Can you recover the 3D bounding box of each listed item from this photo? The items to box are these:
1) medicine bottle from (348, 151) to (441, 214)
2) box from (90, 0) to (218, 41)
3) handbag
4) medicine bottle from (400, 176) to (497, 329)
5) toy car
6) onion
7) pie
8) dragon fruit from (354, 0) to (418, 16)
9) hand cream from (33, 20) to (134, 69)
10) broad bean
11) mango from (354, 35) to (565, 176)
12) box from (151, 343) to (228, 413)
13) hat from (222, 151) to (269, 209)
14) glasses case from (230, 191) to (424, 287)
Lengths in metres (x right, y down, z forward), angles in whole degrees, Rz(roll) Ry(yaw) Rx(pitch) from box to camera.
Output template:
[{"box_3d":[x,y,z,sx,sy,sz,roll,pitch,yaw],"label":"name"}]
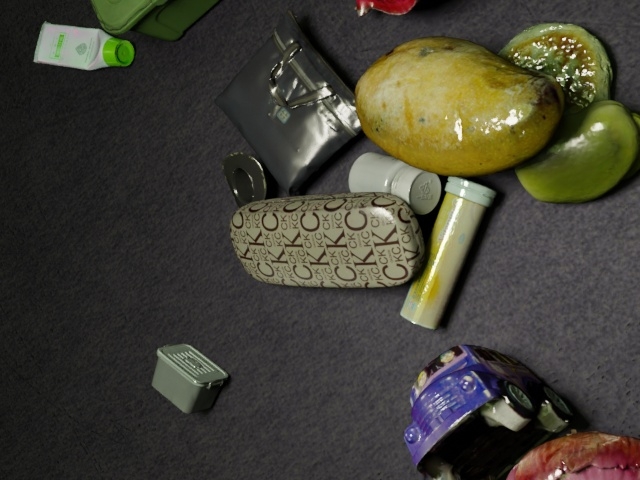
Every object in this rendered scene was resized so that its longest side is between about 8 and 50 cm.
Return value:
[{"box_3d":[0.110,-0.082,1.251,0.130,0.080,0.080,21,96,49],"label":"medicine bottle"},{"box_3d":[-0.252,-0.518,1.478,0.328,0.177,0.253,-34,67,25],"label":"box"},{"box_3d":[-0.046,-0.217,1.373,0.211,0.088,0.254,-48,65,24],"label":"handbag"},{"box_3d":[0.181,0.017,1.226,0.074,0.074,0.218,25,99,30],"label":"medicine bottle"},{"box_3d":[0.199,0.224,1.107,0.172,0.235,0.158,-48,52,17],"label":"toy car"},{"box_3d":[0.333,0.322,1.064,0.229,0.163,0.230,-1,114,-1],"label":"onion"},{"box_3d":[0.315,-0.216,1.188,0.186,0.041,0.187,-3,84,29],"label":"pie"},{"box_3d":[0.081,-0.520,1.195,0.249,0.371,0.386,-44,53,-6],"label":"dragon fruit"},{"box_3d":[-0.474,-0.381,1.671,0.275,0.050,0.079,15,65,35],"label":"hand cream"},{"box_3d":[0.350,-0.115,1.131,0.174,0.082,0.124,-32,100,32],"label":"broad bean"},{"box_3d":[0.186,-0.176,1.160,0.329,0.175,0.177,32,133,41],"label":"mango"},{"box_3d":[-0.225,0.234,1.434,0.122,0.084,0.069,32,108,30],"label":"box"},{"box_3d":[-0.115,-0.098,1.412,0.121,0.050,0.121,28,131,39],"label":"hat"},{"box_3d":[0.000,0.000,1.285,0.354,0.085,0.137,-2,114,41],"label":"glasses case"}]
